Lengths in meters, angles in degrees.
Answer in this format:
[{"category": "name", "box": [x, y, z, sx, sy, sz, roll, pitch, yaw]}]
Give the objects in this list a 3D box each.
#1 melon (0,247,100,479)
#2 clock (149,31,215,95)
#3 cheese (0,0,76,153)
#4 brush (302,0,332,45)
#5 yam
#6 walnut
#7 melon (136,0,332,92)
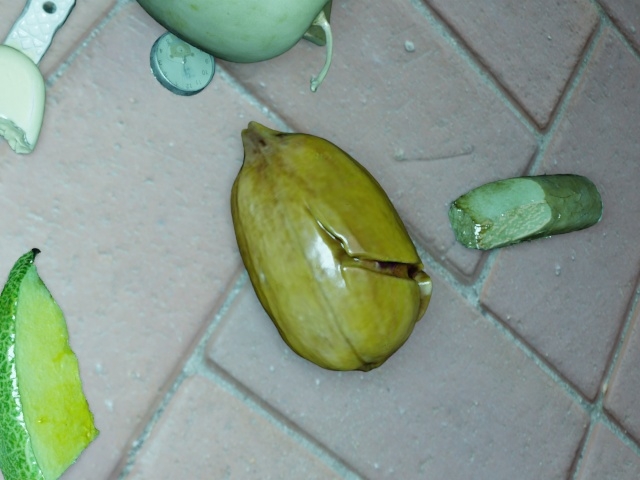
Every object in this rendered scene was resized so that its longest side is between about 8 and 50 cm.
[{"category": "melon", "box": [-0.292, 0.136, 0.851, 0.114, 0.053, 0.261, -4, 84, -41]}, {"category": "clock", "box": [-0.172, -0.223, 1.011, 0.085, 0.017, 0.085, 6, 78, -33]}, {"category": "cheese", "box": [-0.338, -0.190, 0.877, 0.127, 0.050, 0.235, 30, 65, -23]}, {"category": "brush", "box": [0.007, -0.413, 1.149, 0.054, 0.048, 0.282, 15, 75, -28]}, {"category": "yam", "box": [0.324, -0.049, 1.259, 0.259, 0.106, 0.106, -9, 87, -36]}, {"category": "walnut", "box": [0.000, 0.000, 0.981, 0.209, 0.209, 0.336, -32, 92, -33]}, {"category": "melon", "box": [-0.109, -0.348, 0.935, 0.308, 0.272, 0.271, 25, 68, -36]}]
